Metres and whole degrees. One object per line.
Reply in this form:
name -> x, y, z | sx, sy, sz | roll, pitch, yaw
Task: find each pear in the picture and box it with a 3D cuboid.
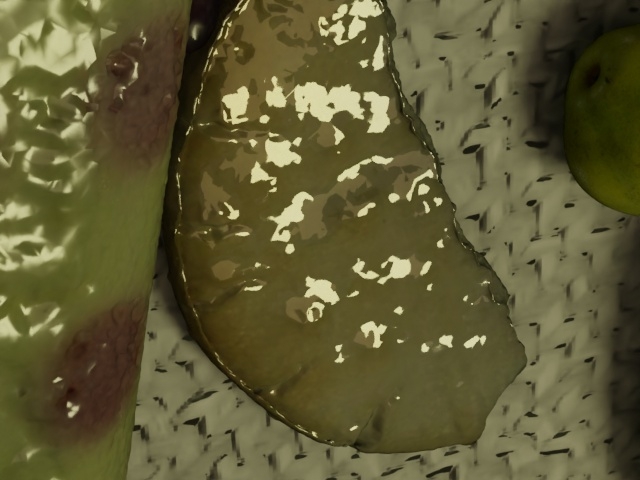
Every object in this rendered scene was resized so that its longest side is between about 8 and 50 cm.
pear -> 0.158, -0.052, 0.768 | 0.097, 0.092, 0.092 | 15, 108, -25

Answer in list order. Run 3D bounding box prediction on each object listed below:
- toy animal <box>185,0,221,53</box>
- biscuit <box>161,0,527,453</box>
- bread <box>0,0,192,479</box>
toy animal -> 0.026, -0.238, 0.611 | 0.090, 0.195, 0.324 | 24, 132, -32
biscuit -> 0.001, 0.001, 0.759 | 0.141, 0.038, 0.289 | -27, 120, -7
bread -> -0.147, -0.021, 0.626 | 0.187, 0.155, 0.338 | 2, 113, -20
